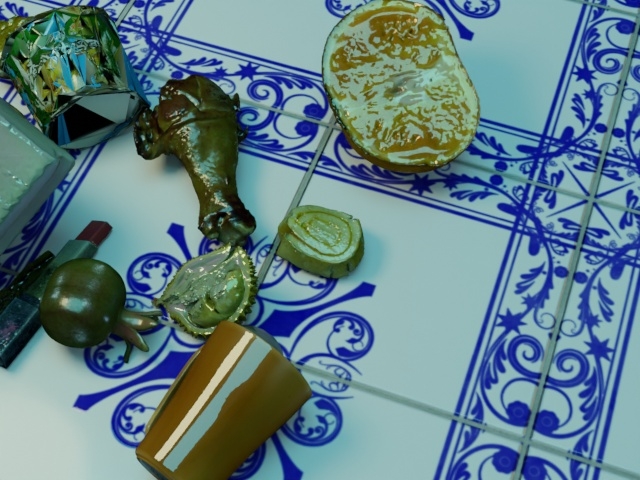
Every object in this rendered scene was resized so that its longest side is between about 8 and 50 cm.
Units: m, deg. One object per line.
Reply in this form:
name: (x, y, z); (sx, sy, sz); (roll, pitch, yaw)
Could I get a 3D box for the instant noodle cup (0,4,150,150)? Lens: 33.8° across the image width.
instant noodle cup: (-0.444, -0.286, 1.919); (0.240, 0.240, 0.178); (-22, 69, -15)

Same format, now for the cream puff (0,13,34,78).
cream puff: (-0.571, -0.376, 2.008); (0.146, 0.146, 0.116); (-23, 94, -15)

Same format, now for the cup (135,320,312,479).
cup: (-0.162, 0.254, 1.597); (0.226, 0.182, 0.264); (14, 57, 49)

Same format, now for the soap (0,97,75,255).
soap: (-0.632, -0.036, 1.658); (0.261, 0.156, 0.446); (40, 96, -5)

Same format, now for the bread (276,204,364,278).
bread: (0.000, 0.000, 1.814); (0.156, 0.064, 0.117); (21, 54, 14)

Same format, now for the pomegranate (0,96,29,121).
pomegranate: (-0.610, -0.156, 1.829); (0.233, 0.233, 0.233); (0, 56, 0)

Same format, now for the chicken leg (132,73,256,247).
chicken leg: (-0.228, -0.160, 1.874); (0.212, 0.140, 0.361); (0, 52, -10)

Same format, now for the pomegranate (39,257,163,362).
pomegranate: (-0.356, 0.115, 1.705); (0.191, 0.131, 0.152); (22, 50, -13)

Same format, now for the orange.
orange: (0.139, -0.276, 1.893); (0.274, 0.274, 0.310); (-30, 106, -19)

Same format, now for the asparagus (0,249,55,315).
asparagus: (-0.510, 0.079, 1.775); (0.036, 0.030, 0.165); (43, 61, -6)

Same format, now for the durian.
durian: (-0.187, 0.095, 1.739); (0.208, 0.102, 0.146); (-13, 72, 20)

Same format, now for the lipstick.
lipstick: (-0.455, 0.074, 1.767); (0.051, 0.051, 0.312); (23, 58, 16)
